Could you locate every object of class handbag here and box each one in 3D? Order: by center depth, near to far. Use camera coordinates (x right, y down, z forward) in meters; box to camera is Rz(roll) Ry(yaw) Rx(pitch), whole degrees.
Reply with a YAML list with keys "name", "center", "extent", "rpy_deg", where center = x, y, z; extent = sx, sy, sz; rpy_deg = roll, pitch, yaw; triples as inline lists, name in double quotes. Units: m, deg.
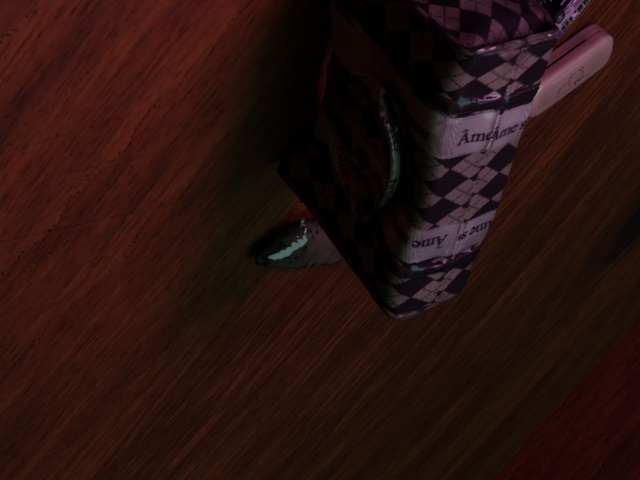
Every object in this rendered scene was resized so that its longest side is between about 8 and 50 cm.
- name: "handbag"
  center: [0.090, -0.156, 1.572]
  extent: [0.180, 0.316, 0.416]
  rpy_deg: [-18, 139, -32]

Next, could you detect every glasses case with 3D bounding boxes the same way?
- name: "glasses case"
  center: [0.395, -0.277, 2.094]
  extent: [0.196, 0.050, 0.083]
  rpy_deg: [-37, 154, -16]

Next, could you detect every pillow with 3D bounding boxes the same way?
- name: "pillow"
  center: [-0.001, -0.001, 1.922]
  extent: [0.241, 0.051, 0.093]
  rpy_deg: [-4, 132, -49]

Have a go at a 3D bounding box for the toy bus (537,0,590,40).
- name: "toy bus"
  center: [0.364, -0.354, 1.945]
  extent: [0.102, 0.052, 0.058]
  rpy_deg: [-51, 152, 7]
